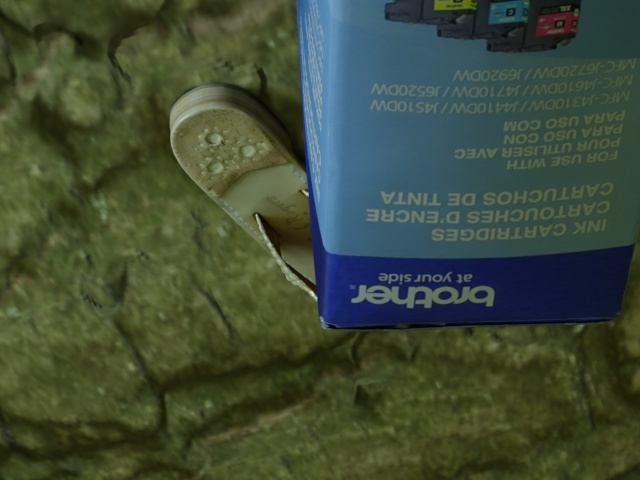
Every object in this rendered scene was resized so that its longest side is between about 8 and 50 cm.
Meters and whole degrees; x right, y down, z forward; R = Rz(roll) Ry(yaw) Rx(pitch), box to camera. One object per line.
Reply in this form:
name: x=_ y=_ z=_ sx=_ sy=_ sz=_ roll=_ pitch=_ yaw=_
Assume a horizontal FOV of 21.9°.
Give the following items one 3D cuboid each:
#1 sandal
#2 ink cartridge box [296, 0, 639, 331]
sandal: x=-0.005 y=0.003 z=1.022 sx=0.088 sy=0.079 sz=0.240 roll=-32 pitch=129 yaw=23
ink cartridge box: x=0.065 y=-0.144 z=0.752 sx=0.151 sy=0.270 sz=0.395 roll=-2 pitch=134 yaw=-2
